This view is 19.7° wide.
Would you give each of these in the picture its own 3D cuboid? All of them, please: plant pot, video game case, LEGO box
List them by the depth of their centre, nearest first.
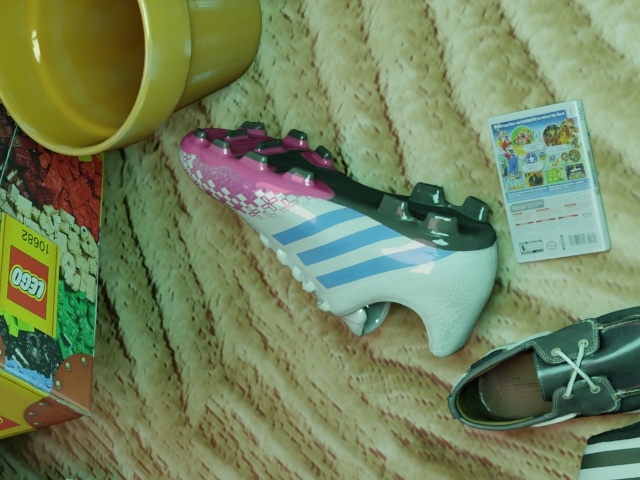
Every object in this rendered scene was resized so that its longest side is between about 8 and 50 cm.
[{"bbox_3d":[0.183,-0.046,1.480,0.087,0.011,0.122,-9,94,41],"label":"video game case"},{"bbox_3d":[-0.159,-0.188,1.616,0.205,0.188,0.205,11,107,38],"label":"plant pot"},{"bbox_3d":[-0.461,0.019,1.742,0.500,0.193,0.372,-16,59,27],"label":"LEGO box"}]

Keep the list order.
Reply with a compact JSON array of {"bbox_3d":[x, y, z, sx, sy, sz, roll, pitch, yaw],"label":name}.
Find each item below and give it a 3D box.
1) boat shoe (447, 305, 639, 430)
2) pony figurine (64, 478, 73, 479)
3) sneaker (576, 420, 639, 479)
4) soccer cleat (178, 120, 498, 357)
[{"bbox_3d":[0.206,0.106,1.454,0.233,0.079,0.084,-18,87,39],"label":"boat shoe"},{"bbox_3d":[-0.431,0.248,1.917,0.351,0.303,0.363,-31,75,62],"label":"pony figurine"},{"bbox_3d":[0.353,0.244,1.301,0.447,0.169,0.257,15,111,39],"label":"sneaker"},{"bbox_3d":[0.000,0.000,1.573,0.331,0.116,0.143,23,113,34],"label":"soccer cleat"}]
